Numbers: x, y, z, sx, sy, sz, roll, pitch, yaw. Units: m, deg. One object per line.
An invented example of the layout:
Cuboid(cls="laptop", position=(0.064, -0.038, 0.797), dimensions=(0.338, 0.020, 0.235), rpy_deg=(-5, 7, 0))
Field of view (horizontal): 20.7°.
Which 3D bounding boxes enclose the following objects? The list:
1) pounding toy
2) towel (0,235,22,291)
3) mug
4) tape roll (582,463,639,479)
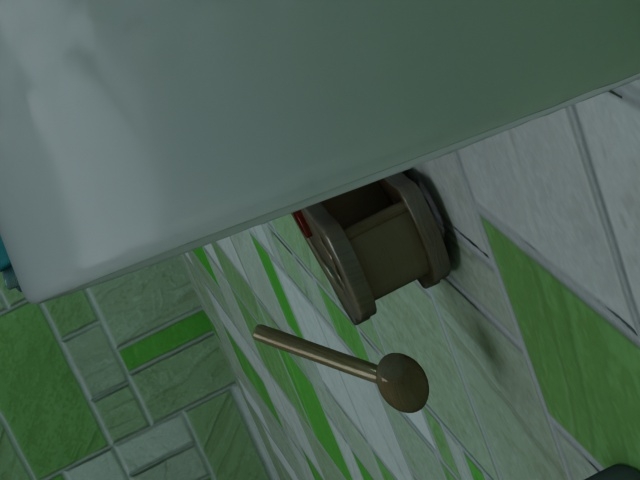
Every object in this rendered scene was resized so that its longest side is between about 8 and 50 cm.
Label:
Cuboid(cls="pounding toy", position=(0.000, 0.000, 1.330), dimensions=(0.269, 0.155, 0.154), rpy_deg=(61, 175, 25))
Cuboid(cls="towel", position=(-0.117, -0.166, 1.032), dimensions=(0.040, 0.370, 0.271), rpy_deg=(-9, -109, -55))
Cuboid(cls="mug", position=(-0.020, -0.183, 0.696), dimensions=(0.328, 0.276, 0.374), rpy_deg=(69, -158, -1))
Cuboid(cls="tape roll", position=(0.210, 0.254, 1.113), dimensions=(0.219, 0.072, 0.219), rpy_deg=(62, 172, 16))
